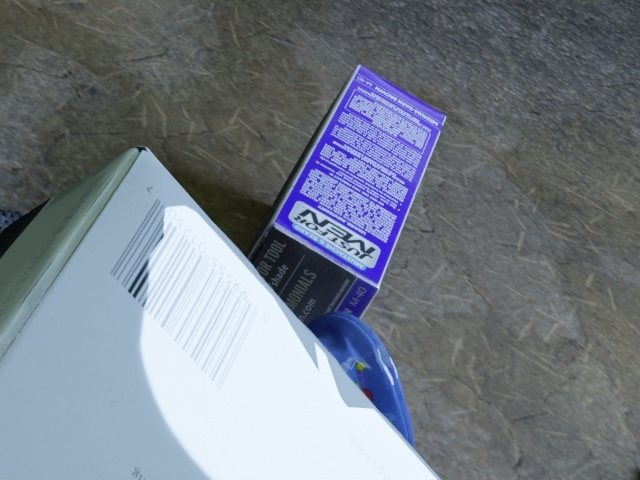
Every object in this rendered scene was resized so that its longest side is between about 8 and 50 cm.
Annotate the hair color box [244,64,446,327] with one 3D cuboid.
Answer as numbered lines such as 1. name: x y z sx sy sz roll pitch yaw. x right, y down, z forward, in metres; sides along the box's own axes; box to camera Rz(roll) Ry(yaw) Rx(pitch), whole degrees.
1. hair color box: 0.000 0.000 1.437 0.110 0.185 0.339 31 31 -2

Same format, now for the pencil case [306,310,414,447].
1. pencil case: -0.095 0.146 1.037 0.306 0.133 0.119 -20 89 -21

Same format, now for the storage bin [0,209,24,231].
1. storage bin: -0.258 0.067 1.179 0.084 0.122 0.180 9 37 -32

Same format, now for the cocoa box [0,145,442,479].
1. cocoa box: -0.090 0.181 0.784 0.347 0.228 0.231 49 37 -18
